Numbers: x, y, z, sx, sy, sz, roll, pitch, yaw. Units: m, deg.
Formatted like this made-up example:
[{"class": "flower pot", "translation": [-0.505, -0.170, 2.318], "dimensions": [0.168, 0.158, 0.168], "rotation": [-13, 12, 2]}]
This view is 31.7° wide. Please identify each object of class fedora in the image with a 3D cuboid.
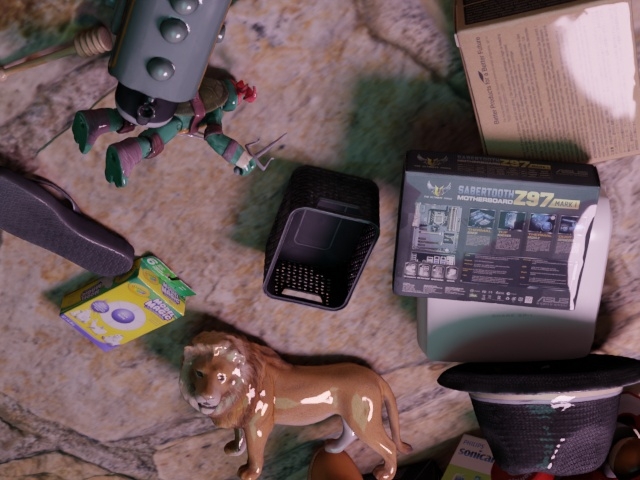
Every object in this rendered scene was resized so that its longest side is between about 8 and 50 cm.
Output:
[{"class": "fedora", "translation": [0.321, 0.247, 1.583], "dimensions": [0.334, 0.334, 0.152], "rotation": [-3, 89, 0]}]

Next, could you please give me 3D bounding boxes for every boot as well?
[{"class": "boot", "translation": [0.057, 0.439, 1.779], "dimensions": [0.109, 0.283, 0.220], "rotation": [-1, 155, -12]}]

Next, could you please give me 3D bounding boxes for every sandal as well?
[{"class": "sandal", "translation": [-0.361, -0.029, 1.529], "dimensions": [0.097, 0.054, 0.254], "rotation": [-20, 140, 29]}]

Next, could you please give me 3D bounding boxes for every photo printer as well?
[{"class": "photo printer", "translation": [0.258, 0.034, 1.523], "dimensions": [0.256, 0.107, 0.307], "rotation": [-1, 134, 3]}]

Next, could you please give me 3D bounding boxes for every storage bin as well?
[{"class": "storage bin", "translation": [0.000, 0.000, 1.515], "dimensions": [0.122, 0.084, 0.180], "rotation": [13, 134, -11]}]

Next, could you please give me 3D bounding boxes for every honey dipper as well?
[{"class": "honey dipper", "translation": [-0.325, -0.221, 1.351], "dimensions": [0.161, 0.030, 0.030], "rotation": [-13, 133, 19]}]

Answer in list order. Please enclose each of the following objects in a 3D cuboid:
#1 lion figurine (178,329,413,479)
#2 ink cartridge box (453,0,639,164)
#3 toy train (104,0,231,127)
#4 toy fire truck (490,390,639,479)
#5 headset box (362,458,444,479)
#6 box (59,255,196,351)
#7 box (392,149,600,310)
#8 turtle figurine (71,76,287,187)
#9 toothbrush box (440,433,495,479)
[{"class": "lion figurine", "translation": [-0.027, 0.244, 1.735], "dimensions": [0.392, 0.142, 0.240], "rotation": [-1, 113, -18]}, {"class": "ink cartridge box", "translation": [0.271, -0.193, 1.315], "dimensions": [0.193, 0.088, 0.234], "rotation": [-10, 134, 13]}, {"class": "toy train", "translation": [-0.144, -0.273, 1.178], "dimensions": [0.142, 0.190, 0.334], "rotation": [18, 132, -14]}, {"class": "toy fire truck", "translation": [0.427, 0.374, 1.702], "dimensions": [0.302, 0.254, 0.169], "rotation": [-43, 119, -9]}, {"class": "headset box", "translation": [0.160, 0.534, 2.012], "dimensions": [0.218, 0.110, 0.293], "rotation": [-19, 131, 20]}, {"class": "box", "translation": [-0.279, 0.092, 1.643], "dimensions": [0.179, 0.043, 0.105], "rotation": [-27, 128, 23]}, {"class": "box", "translation": [0.209, -0.011, 1.374], "dimensions": [0.233, 0.059, 0.183], "rotation": [4, 124, 3]}, {"class": "turtle figurine", "translation": [-0.166, -0.141, 1.349], "dimensions": [0.234, 0.175, 0.118], "rotation": [-21, 122, -33]}, {"class": "toothbrush box", "translation": [0.270, 0.496, 1.844], "dimensions": [0.122, 0.283, 0.206], "rotation": [7, 151, 51]}]
